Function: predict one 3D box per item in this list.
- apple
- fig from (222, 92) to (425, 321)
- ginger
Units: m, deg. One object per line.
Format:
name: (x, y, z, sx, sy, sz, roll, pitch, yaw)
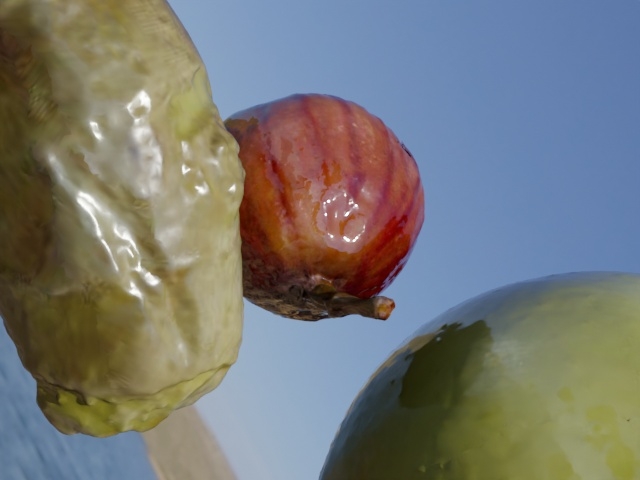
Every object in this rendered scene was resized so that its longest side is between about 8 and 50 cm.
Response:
apple: (0.121, 0.171, 0.726, 0.233, 0.257, 0.295, -8, 77, -55)
fig: (0.003, -0.007, 0.726, 0.150, 0.128, 0.128, 49, -14, 20)
ginger: (-0.100, -0.052, 0.547, 0.116, 0.109, 0.263, -11, -80, 64)
